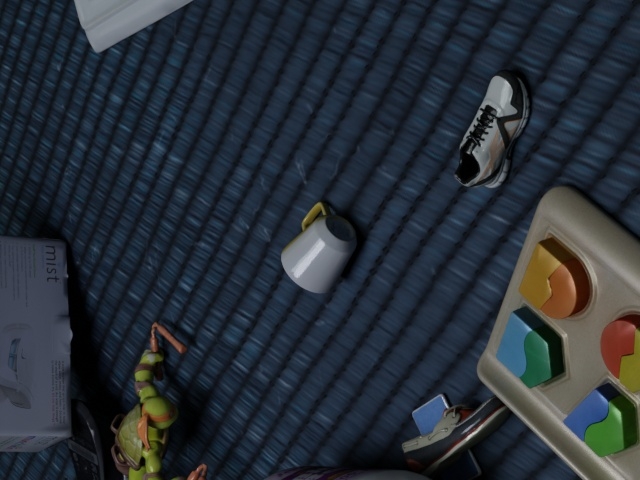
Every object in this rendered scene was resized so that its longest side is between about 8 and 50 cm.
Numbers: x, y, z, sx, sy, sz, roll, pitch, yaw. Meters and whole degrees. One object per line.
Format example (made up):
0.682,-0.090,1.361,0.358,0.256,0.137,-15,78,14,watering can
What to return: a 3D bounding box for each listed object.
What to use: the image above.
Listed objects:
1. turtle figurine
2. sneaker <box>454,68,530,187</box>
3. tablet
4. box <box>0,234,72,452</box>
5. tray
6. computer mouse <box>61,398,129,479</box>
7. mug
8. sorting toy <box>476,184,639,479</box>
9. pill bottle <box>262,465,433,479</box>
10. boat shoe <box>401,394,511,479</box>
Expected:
-0.203,0.250,1.629,0.217,0.087,0.269,112,148,-47,turtle figurine
0.142,-0.090,1.162,0.040,0.044,0.109,36,126,41,sneaker
0.119,0.190,1.314,0.054,0.006,0.083,-42,68,49,tablet
-0.441,0.127,1.754,0.127,0.231,0.262,-29,62,51,box
-0.214,-0.309,1.542,0.270,0.030,0.145,-15,89,52,tray
-0.293,0.317,1.836,0.184,0.060,0.262,8,113,55,computer mouse
-0.001,0.002,1.359,0.078,0.062,0.064,52,129,17,mug
0.216,0.089,1.132,0.193,0.038,0.208,45,133,33,sorting toy
0.009,0.301,1.340,0.301,0.169,0.169,-17,88,64,pill bottle
0.121,0.174,1.267,0.137,0.049,0.043,-48,63,43,boat shoe
